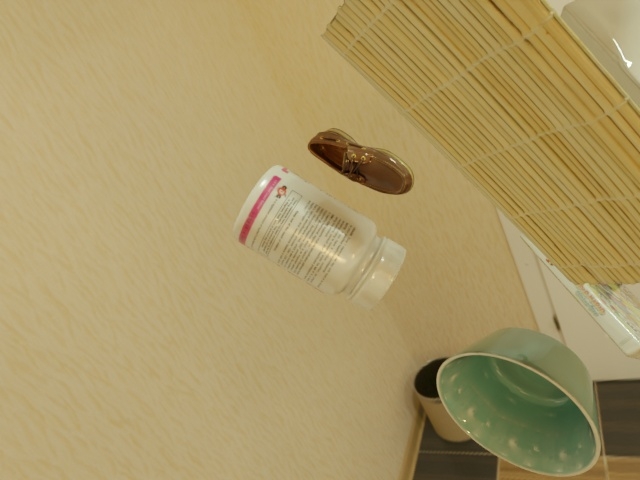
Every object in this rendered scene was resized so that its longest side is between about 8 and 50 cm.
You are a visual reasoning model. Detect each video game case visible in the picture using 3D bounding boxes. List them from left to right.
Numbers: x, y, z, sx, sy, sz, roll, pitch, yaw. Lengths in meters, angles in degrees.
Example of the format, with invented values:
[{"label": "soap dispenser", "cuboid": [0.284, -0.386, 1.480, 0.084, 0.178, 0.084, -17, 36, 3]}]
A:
[{"label": "video game case", "cuboid": [0.404, 0.080, 0.652, 0.026, 0.227, 0.206, -52, 41, 27]}]

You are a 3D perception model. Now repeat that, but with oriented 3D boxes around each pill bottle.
[{"label": "pill bottle", "cuboid": [0.000, 0.000, 0.850, 0.160, 0.283, 0.160, -59, -1, -2]}]

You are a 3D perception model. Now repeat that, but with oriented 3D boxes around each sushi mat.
[{"label": "sushi mat", "cuboid": [0.141, -0.072, 0.329, 0.019, 0.317, 0.151, -52, 12, -16]}]

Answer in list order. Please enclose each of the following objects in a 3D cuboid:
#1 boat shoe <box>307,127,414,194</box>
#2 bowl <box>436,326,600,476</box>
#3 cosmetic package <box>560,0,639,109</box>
[{"label": "boat shoe", "cuboid": [0.056, -0.114, 0.710, 0.178, 0.064, 0.060, 32, 37, 25]}, {"label": "bowl", "cuboid": [0.416, 0.299, 0.953, 0.312, 0.311, 0.163, -2, 29, 48]}, {"label": "cosmetic package", "cuboid": [0.579, -0.187, 0.767, 0.328, 0.393, 0.329, -22, 64, 0]}]
